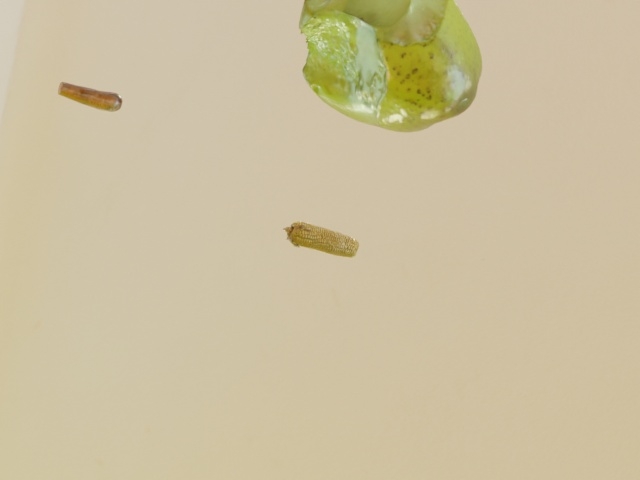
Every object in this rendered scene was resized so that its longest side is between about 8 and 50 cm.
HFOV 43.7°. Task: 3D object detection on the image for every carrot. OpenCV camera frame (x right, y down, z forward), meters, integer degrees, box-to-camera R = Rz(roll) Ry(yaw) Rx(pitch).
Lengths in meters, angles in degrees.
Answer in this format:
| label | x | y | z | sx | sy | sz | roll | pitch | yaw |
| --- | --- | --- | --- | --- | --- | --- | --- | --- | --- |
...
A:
| label | x | y | z | sx | sy | sz | roll | pitch | yaw |
| --- | --- | --- | --- | --- | --- | --- | --- | --- | --- |
| carrot | -0.341 | -0.213 | 1.188 | 0.032 | 0.093 | 0.032 | -29 | -124 | 54 |

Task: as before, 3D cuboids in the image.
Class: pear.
| label | x | y | z | sx | sy | sz | roll | pitch | yaw |
| --- | --- | --- | --- | --- | --- | --- | --- | --- | --- |
| pear | 0.115 | -0.266 | 1.251 | 0.176 | 0.286 | 0.282 | -40 | -119 | -20 |

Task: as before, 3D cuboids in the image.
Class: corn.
| label | x | y | z | sx | sy | sz | roll | pitch | yaw |
| --- | --- | --- | --- | --- | --- | --- | --- | --- | --- |
| corn | 0.000 | 0.000 | 0.839 | 0.083 | 0.027 | 0.028 | 16 | -77 | -16 |
